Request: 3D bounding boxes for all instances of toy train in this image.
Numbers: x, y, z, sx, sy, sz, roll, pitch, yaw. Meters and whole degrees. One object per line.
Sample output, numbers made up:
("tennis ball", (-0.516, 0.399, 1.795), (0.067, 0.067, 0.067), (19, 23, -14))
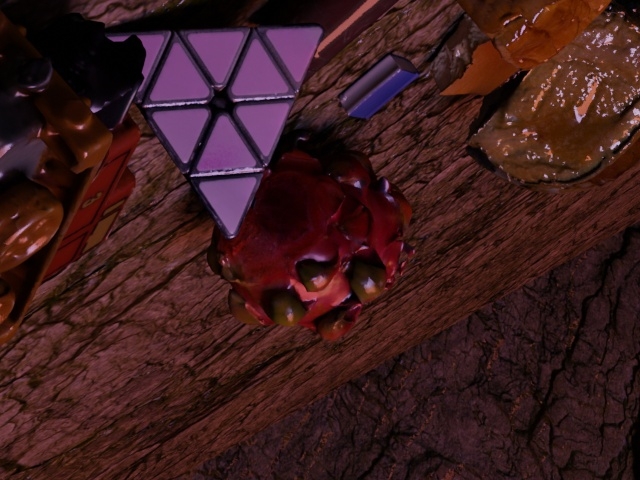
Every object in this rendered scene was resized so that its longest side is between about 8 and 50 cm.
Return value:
("toy train", (-0.255, -0.048, 1.145), (0.232, 0.163, 0.369), (-38, 171, -39))

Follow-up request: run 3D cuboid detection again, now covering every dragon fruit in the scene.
("dragon fruit", (0.005, -0.006, 1.680), (0.307, 0.227, 0.243), (-29, 169, -26))

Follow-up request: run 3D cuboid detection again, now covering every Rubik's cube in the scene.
("Rubik's cube", (-0.111, -0.157, 1.234), (0.190, 0.211, 0.178), (-48, 134, 10))

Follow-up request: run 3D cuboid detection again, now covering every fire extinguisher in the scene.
("fire extinguisher", (0.057, -0.256, 1.304), (0.268, 0.072, 0.089), (-39, -170, 20))

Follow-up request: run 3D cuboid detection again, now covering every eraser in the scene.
("eraser", (0.068, -0.179, 1.642), (0.085, 0.027, 0.063), (-40, 165, 20))

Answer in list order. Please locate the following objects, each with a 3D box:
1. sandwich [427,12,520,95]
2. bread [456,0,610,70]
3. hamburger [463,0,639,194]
("sandwich", (0.218, -0.249, 1.674), (0.193, 0.058, 0.162), (-43, 162, 30))
("bread", (0.200, -0.270, 1.385), (0.143, 0.158, 0.149), (-35, 161, 12))
("hamburger", (0.344, -0.178, 1.810), (0.309, 0.211, 0.132), (-50, -174, 25))
